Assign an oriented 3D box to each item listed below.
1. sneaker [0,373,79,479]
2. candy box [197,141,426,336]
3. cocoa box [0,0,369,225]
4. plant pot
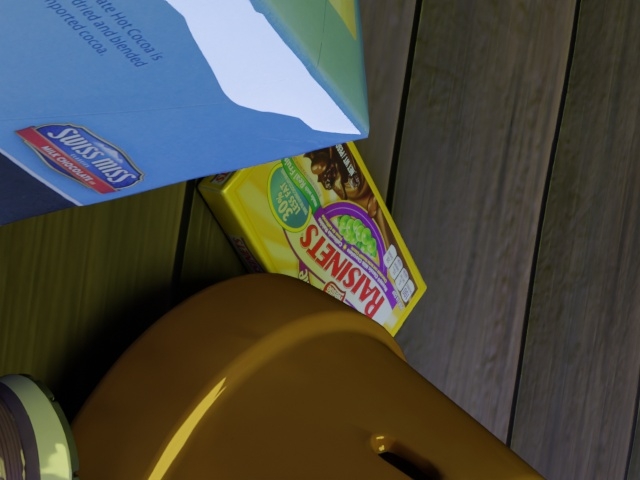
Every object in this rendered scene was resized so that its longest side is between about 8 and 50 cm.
[{"bbox_3d":[-0.195,0.212,0.905,0.124,0.107,0.283,-10,104,-36],"label":"sneaker"},{"bbox_3d":[0.000,0.000,1.129,0.105,0.027,0.206,-52,136,-23],"label":"candy box"},{"bbox_3d":[-0.147,-0.176,0.619,0.347,0.228,0.231,46,36,-60],"label":"cocoa box"},{"bbox_3d":[0.004,0.188,1.014,0.291,0.203,0.291,-32,133,-41],"label":"plant pot"}]
